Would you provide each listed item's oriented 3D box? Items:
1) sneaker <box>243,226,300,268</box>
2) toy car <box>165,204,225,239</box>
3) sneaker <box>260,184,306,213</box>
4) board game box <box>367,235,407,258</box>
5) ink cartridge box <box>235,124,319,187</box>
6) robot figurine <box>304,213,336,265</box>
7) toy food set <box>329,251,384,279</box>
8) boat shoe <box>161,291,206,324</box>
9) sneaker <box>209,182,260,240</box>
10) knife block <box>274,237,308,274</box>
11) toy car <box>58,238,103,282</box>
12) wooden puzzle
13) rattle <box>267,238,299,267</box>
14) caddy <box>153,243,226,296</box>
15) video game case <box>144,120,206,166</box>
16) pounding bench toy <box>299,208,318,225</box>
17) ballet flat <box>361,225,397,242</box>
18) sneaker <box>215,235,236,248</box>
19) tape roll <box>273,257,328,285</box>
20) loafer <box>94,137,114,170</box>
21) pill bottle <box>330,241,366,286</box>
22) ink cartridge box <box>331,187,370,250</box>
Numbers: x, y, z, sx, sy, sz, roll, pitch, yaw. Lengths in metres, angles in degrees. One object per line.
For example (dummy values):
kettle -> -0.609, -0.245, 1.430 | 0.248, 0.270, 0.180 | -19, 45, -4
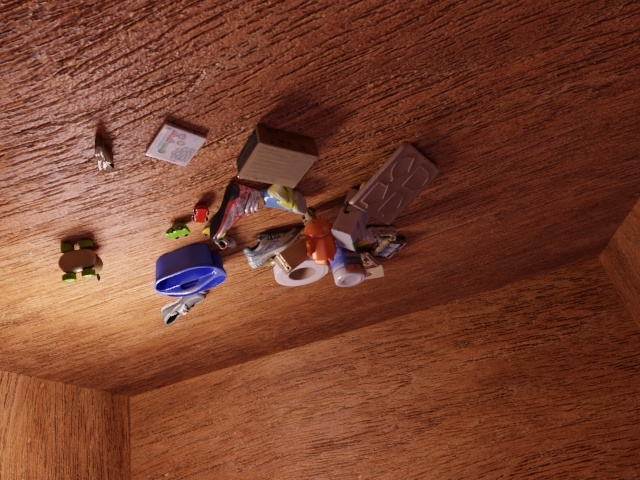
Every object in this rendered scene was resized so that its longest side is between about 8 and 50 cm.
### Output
sneaker -> -0.225, 0.011, 2.073 | 0.283, 0.122, 0.110 | -34, -167, -2
toy car -> -0.533, -0.064, 1.861 | 0.225, 0.053, 0.239 | -16, 150, 4
sneaker -> -0.154, -0.167, 1.838 | 0.126, 0.091, 0.240 | -7, 157, 26
board game box -> 0.360, 0.034, 2.433 | 0.141, 0.048, 0.170 | 7, 145, -29
ink cartridge box -> -0.155, -0.290, 1.593 | 0.235, 0.088, 0.193 | 6, 147, -34
robot figurine -> -0.001, 0.001, 1.947 | 0.158, 0.128, 0.219 | -16, 113, -13
toy food set -> 0.198, 0.156, 2.481 | 0.220, 0.092, 0.306 | -12, 155, 24
boat shoe -> -0.749, 0.372, 2.484 | 0.320, 0.099, 0.116 | -27, 148, 21
sneaker -> -0.335, -0.100, 1.792 | 0.145, 0.090, 0.270 | 7, 124, -37
knife block -> -0.086, 0.046, 2.021 | 0.242, 0.088, 0.275 | -39, 177, -11
toy car -> -0.974, 0.102, 1.877 | 0.149, 0.154, 0.188 | -13, 164, -3
wooden puzzle -> 0.300, -0.234, 1.844 | 0.322, 0.080, 0.348 | -47, 145, 18
rattle -> -0.209, 0.024, 2.184 | 0.200, 0.142, 0.130 | -45, 174, 20
caddy -> -0.606, 0.161, 2.096 | 0.342, 0.179, 0.241 | -20, 150, 11
video game case -> -0.476, -0.313, 1.480 | 0.143, 0.019, 0.157 | 13, 141, -40
pounding bench toy -> -0.040, -0.096, 2.004 | 0.052, 0.065, 0.083 | -45, 141, 21
ballet flat -> 0.279, -0.028, 2.258 | 0.241, 0.077, 0.091 | -5, 151, -15
sneaker -> -0.430, 0.015, 2.019 | 0.057, 0.075, 0.161 | -21, 150, 12
tape roll -> -0.104, 0.133, 2.351 | 0.287, 0.100, 0.286 | -11, 150, -6
loafer -> -0.684, -0.273, 1.427 | 0.050, 0.056, 0.148 | -3, 159, -21
pill bottle -> 0.115, 0.072, 2.160 | 0.153, 0.271, 0.152 | -11, 152, -6
ink cartridge box -> 0.141, -0.091, 1.940 | 0.093, 0.219, 0.160 | 17, 158, 20
